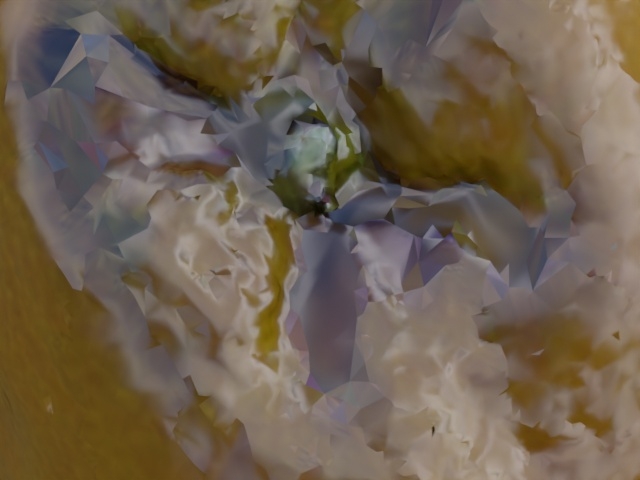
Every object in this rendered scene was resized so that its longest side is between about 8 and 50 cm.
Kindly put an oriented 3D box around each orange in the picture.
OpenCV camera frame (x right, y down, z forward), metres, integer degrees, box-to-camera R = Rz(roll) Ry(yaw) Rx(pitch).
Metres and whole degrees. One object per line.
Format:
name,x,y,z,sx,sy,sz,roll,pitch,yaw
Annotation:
orange,0.000,0.000,0.421,0.249,0.183,0.249,-2,81,14
